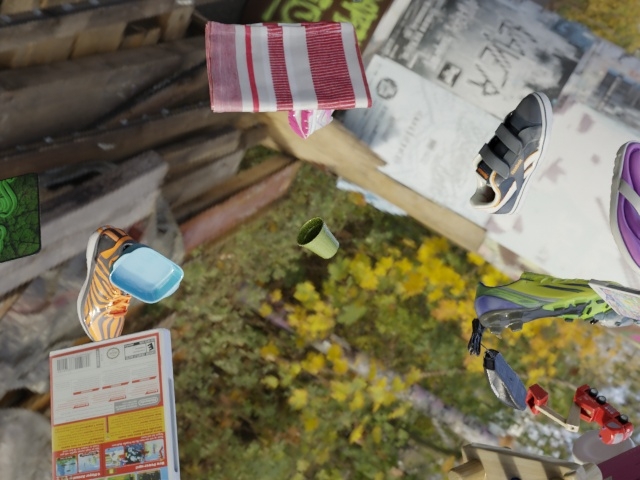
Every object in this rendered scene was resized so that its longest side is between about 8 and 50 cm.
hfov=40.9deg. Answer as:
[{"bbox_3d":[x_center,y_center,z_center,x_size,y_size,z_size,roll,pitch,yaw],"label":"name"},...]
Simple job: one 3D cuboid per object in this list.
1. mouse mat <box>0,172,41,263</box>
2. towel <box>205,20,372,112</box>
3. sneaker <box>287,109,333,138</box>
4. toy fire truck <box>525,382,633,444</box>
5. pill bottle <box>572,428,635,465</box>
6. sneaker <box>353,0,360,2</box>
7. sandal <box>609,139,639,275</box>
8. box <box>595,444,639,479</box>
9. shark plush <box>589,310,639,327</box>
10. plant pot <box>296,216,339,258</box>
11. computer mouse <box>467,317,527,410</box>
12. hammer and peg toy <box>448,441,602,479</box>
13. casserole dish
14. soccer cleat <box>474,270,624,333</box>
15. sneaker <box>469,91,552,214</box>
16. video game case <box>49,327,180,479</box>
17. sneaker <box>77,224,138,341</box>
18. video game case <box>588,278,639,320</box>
[{"bbox_3d":[-0.558,-0.033,1.483,0.153,0.189,0.007,-15,143,-2],"label":"mouse mat"},{"bbox_3d":[-0.070,-0.364,1.784,0.037,0.329,0.237,103,-19,-57],"label":"towel"},{"bbox_3d":[-0.008,-0.382,2.154,0.111,0.103,0.252,-26,146,-34],"label":"sneaker"},{"bbox_3d":[0.543,0.365,1.812,0.135,0.192,0.047,-17,130,-26],"label":"toy fire truck"},{"bbox_3d":[0.659,0.565,1.957,0.136,0.136,0.245,-46,127,-46],"label":"pill bottle"},{"bbox_3d":[0.043,-0.569,1.782,0.072,0.178,0.077,-31,-147,35],"label":"sneaker"},{"bbox_3d":[0.827,-0.094,2.194,0.102,0.169,0.416,129,-31,-56],"label":"sandal"},{"bbox_3d":[0.601,0.488,1.508,0.213,0.243,0.117,-40,-164,34],"label":"box"},{"bbox_3d":[0.582,0.141,1.726,0.073,0.161,0.067,157,-71,-74],"label":"shark plush"},{"bbox_3d":[0.000,0.000,1.996,0.083,0.079,0.083,-31,-144,26],"label":"plant pot"},{"bbox_3d":[0.458,0.320,2.259,0.060,0.262,0.184,-29,-159,31],"label":"computer mouse"},{"bbox_3d":[0.352,0.436,1.266,0.127,0.265,0.361,-13,-179,-30],"label":"hammer and peg toy"},{"bbox_3d":[-0.379,0.067,1.852,0.114,0.037,0.188,-44,143,5],"label":"casserole dish"},{"bbox_3d":[0.441,0.100,1.659,0.093,0.289,0.121,73,9,-56],"label":"soccer cleat"},{"bbox_3d":[0.445,-0.197,2.032,0.126,0.128,0.321,-119,-147,-52],"label":"sneaker"},{"bbox_3d":[-0.305,0.285,1.262,0.025,0.204,0.285,38,42,-64],"label":"video game case"},{"bbox_3d":[-0.497,0.135,2.104,0.125,0.180,0.321,-17,121,-43],"label":"sneaker"},{"bbox_3d":[0.438,0.090,1.180,0.011,0.087,0.122,-56,-151,-10],"label":"video game case"}]
